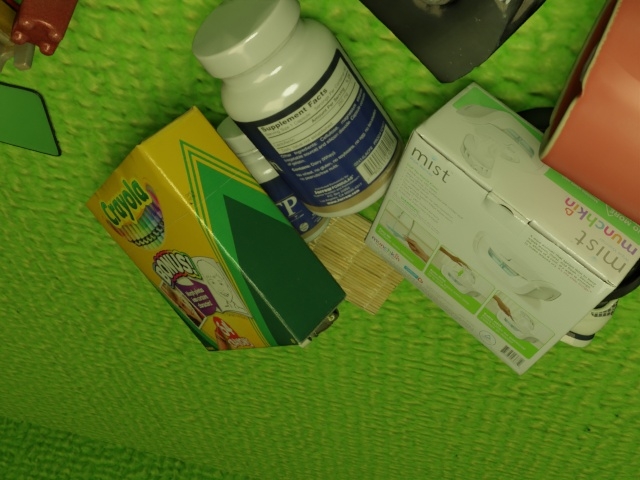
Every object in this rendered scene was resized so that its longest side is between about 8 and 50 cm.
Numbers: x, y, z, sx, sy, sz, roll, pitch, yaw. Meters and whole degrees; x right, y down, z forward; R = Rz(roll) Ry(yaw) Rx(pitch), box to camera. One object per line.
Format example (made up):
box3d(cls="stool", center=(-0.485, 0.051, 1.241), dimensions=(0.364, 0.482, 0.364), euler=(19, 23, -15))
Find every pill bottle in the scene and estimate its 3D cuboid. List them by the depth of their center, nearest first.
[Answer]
box3d(cls="pill bottle", center=(-0.021, -0.162, 0.876), dimensions=(0.153, 0.153, 0.265), euler=(-9, 137, 34))
box3d(cls="pill bottle", center=(-0.067, -0.088, 1.031), dimensions=(0.112, 0.112, 0.187), euler=(-4, 130, 29))

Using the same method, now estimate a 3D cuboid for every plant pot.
box3d(cls="plant pot", center=(0.356, -0.119, 0.692), dimensions=(0.243, 0.275, 0.275), euler=(25, 147, 9))

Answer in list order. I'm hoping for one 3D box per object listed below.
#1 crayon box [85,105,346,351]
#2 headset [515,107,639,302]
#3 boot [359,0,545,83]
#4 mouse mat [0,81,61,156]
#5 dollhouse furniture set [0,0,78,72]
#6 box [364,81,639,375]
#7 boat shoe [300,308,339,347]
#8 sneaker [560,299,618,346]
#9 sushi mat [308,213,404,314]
box3d(cls="crayon box", center=(-0.170, 0.009, 1.070), dimensions=(0.313, 0.106, 0.363), euler=(51, 153, -10))
box3d(cls="headset", center=(0.374, -0.038, 0.926), dimensions=(0.394, 0.185, 0.243), euler=(27, 145, 14))
box3d(cls="boot", center=(-0.027, -0.301, 0.676), dimensions=(0.445, 0.146, 0.367), euler=(32, 143, -18))
box3d(cls="mouse mat", center=(-0.510, -0.201, 1.176), dimensions=(0.189, 0.007, 0.153), euler=(16, 146, 5))
box3d(cls="dollhouse furniture set", center=(-0.407, -0.353, 0.823), dimensions=(0.201, 0.152, 0.374), euler=(1, 160, 23))
box3d(cls="box", center=(0.206, -0.007, 0.871), dimensions=(0.262, 0.127, 0.231), euler=(41, 148, 15))
box3d(cls="boat shoe", center=(-0.080, 0.050, 1.263), dimensions=(0.091, 0.109, 0.305), euler=(-35, 116, 3))
box3d(cls="sneaker", center=(0.330, 0.078, 1.137), dimensions=(0.235, 0.090, 0.095), euler=(17, 134, -6))
box3d(cls="sushi mat", center=(0.000, 0.000, 1.175), dimensions=(0.316, 0.019, 0.151), euler=(29, 123, -17))
